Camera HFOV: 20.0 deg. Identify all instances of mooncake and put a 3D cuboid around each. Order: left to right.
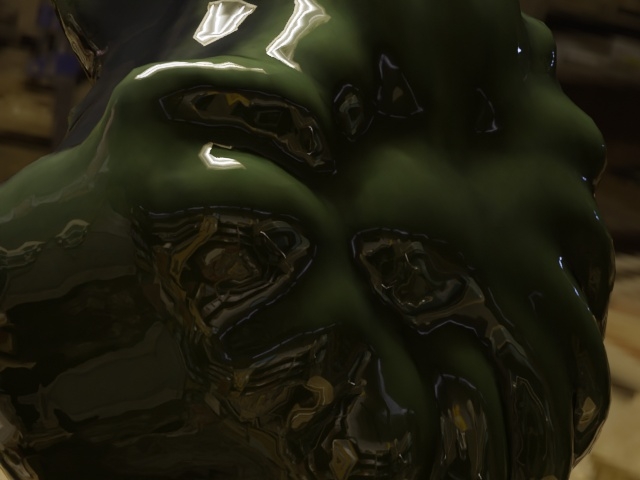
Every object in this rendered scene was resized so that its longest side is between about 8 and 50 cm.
[{"bbox_3d":[0.000,0.000,0.832,0.187,0.351,0.351,-18,-2,33],"label":"mooncake"}]
